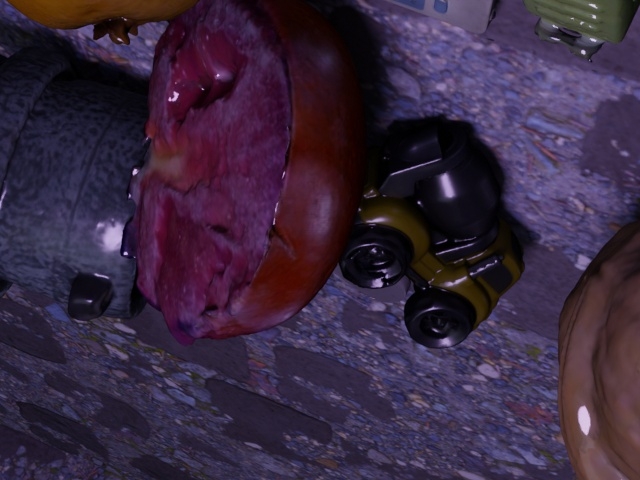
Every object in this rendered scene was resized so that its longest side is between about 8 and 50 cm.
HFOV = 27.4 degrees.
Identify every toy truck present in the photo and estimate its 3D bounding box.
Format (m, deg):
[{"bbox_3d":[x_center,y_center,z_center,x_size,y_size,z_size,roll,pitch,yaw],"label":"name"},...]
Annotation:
[{"bbox_3d":[0.123,-0.011,1.309,0.165,0.147,0.224,-28,125,26],"label":"toy truck"}]

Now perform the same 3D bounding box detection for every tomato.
[{"bbox_3d":[-0.042,-0.058,1.197,0.176,0.334,0.290,4,-172,-29],"label":"tomato"}]

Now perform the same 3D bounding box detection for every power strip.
[{"bbox_3d":[0.063,-0.230,1.077,0.192,0.035,0.081,23,152,9],"label":"power strip"}]

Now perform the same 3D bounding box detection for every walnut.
[{"bbox_3d":[0.381,0.123,1.105,0.381,0.381,0.381,21,152,12],"label":"walnut"}]

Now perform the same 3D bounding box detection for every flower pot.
[{"bbox_3d":[-0.302,-0.048,1.424,0.283,0.299,0.299,19,152,1],"label":"flower pot"}]

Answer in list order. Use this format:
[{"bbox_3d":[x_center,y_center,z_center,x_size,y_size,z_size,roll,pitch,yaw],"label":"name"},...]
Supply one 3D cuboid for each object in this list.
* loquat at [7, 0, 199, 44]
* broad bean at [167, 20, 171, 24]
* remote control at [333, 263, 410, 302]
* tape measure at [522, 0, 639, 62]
[{"bbox_3d":[-0.172,-0.261,1.046,0.208,0.208,0.208,21,152,12],"label":"loquat"},{"bbox_3d":[-0.225,-0.281,1.224,0.292,0.049,0.144,34,153,-14],"label":"broad bean"},{"bbox_3d":[0.000,0.000,1.541,0.245,0.022,0.077,33,150,-13],"label":"remote control"},{"bbox_3d":[0.177,-0.230,0.827,0.106,0.175,0.200,24,176,21],"label":"tape measure"}]
